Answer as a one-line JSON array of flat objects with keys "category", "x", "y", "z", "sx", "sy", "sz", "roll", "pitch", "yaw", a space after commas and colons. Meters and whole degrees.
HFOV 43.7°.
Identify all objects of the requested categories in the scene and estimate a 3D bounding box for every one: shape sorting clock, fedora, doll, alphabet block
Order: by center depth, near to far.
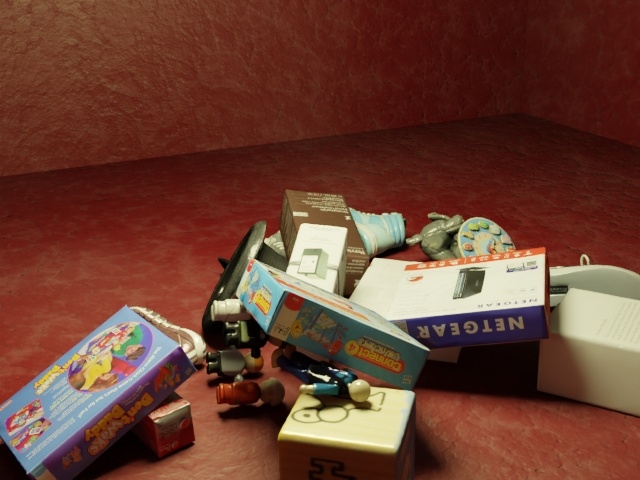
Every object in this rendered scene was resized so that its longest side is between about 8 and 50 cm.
[{"category": "alphabet block", "x": 0.050, "y": 0.370, "z": 1.356, "sx": 0.197, "sy": 0.193, "sz": 0.192, "roll": 4, "pitch": 20, "yaw": 15}, {"category": "doll", "x": 0.003, "y": 0.235, "z": 1.379, "sx": 0.189, "sy": 0.046, "sz": 0.129, "roll": 19, "pitch": 19, "yaw": 31}, {"category": "fedora", "x": -0.166, "y": 0.115, "z": 1.989, "sx": 0.153, "sy": 0.334, "sz": 0.334, "roll": 28, "pitch": 19, "yaw": -9}, {"category": "shape sorting clock", "x": 0.479, "y": 0.025, "z": 2.273, "sx": 0.206, "sy": 0.206, "sz": 0.040, "roll": -21, "pitch": -14, "yaw": -40}]

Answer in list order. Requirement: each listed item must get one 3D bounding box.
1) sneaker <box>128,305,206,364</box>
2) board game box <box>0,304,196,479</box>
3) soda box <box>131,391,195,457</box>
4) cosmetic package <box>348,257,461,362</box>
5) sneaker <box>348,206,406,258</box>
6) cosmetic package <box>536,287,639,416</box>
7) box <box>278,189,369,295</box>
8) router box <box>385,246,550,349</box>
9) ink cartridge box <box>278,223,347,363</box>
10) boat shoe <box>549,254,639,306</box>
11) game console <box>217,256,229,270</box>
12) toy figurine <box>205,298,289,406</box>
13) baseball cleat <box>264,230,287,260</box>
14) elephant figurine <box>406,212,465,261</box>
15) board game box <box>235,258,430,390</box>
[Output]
[{"category": "sneaker", "x": -0.415, "y": 0.244, "z": 1.845, "sx": 0.281, "sy": 0.106, "sz": 0.162, "roll": 12, "pitch": 28, "yaw": 31}, {"category": "board game box", "x": -0.445, "y": 0.298, "z": 1.550, "sx": 0.347, "sy": 0.078, "sz": 0.233, "roll": -40, "pitch": 37, "yaw": -22}, {"category": "soda box", "x": -0.358, "y": 0.331, "z": 1.621, "sx": 0.083, "sy": 0.092, "sz": 0.263, "roll": -19, "pitch": 26, "yaw": -34}, {"category": "cosmetic package", "x": 0.231, "y": 0.165, "z": 2.013, "sx": 0.284, "sy": 0.097, "sz": 0.377, "roll": 3, "pitch": 22, "yaw": 17}, {"category": "sneaker", "x": 0.150, "y": -0.047, "z": 2.544, "sx": 0.208, "sy": 0.127, "sz": 0.319, "roll": -14, "pitch": 34, "yaw": -25}, {"category": "cosmetic package", "x": 0.708, "y": 0.251, "z": 1.661, "sx": 0.453, "sy": 0.161, "sz": 0.230, "roll": 11, "pitch": 26, "yaw": 30}, {"category": "box", "x": 0.000, "y": 0.000, "z": 2.292, "sx": 0.191, "sy": 0.143, "sz": 0.381, "roll": 4, "pitch": 30, "yaw": -14}, {"category": "router box", "x": 0.336, "y": 0.128, "z": 1.774, "sx": 0.336, "sy": 0.082, "sz": 0.301, "roll": -8, "pitch": 19, "yaw": 18}, {"category": "ink cartridge box", "x": -0.015, "y": 0.129, "z": 1.882, "sx": 0.122, "sy": 0.211, "sz": 0.289, "roll": 6, "pitch": 37, "yaw": 7}, {"category": "boat shoe", "x": 0.663, "y": 0.116, "z": 2.092, "sx": 0.367, "sy": 0.135, "sz": 0.156, "roll": -4, "pitch": 16, "yaw": 21}, {"category": "game console", "x": -0.220, "y": 0.080, "z": 2.310, "sx": 0.122, "sy": 0.107, "sz": 0.071, "roll": 20, "pitch": 58, "yaw": 45}, {"category": "toy figurine", "x": -0.152, "y": 0.234, "z": 1.707, "sx": 0.148, "sy": 0.213, "sz": 0.209, "roll": 1, "pitch": 16, "yaw": -19}, {"category": "baseball cleat", "x": -0.119, "y": 0.041, "z": 2.426, "sx": 0.109, "sy": 0.072, "sz": 0.206, "roll": -27, "pitch": 28, "yaw": 3}, {"category": "elephant figurine", "x": 0.382, "y": -0.007, "z": 2.423, "sx": 0.169, "sy": 0.186, "sz": 0.239, "roll": -43, "pitch": 3, "yaw": 12}, {"category": "board game box", "x": 0.012, "y": 0.156, "z": 1.547, "sx": 0.308, "sy": 0.086, "sz": 0.302, "roll": 24, "pitch": 2, "yaw": -18}]
